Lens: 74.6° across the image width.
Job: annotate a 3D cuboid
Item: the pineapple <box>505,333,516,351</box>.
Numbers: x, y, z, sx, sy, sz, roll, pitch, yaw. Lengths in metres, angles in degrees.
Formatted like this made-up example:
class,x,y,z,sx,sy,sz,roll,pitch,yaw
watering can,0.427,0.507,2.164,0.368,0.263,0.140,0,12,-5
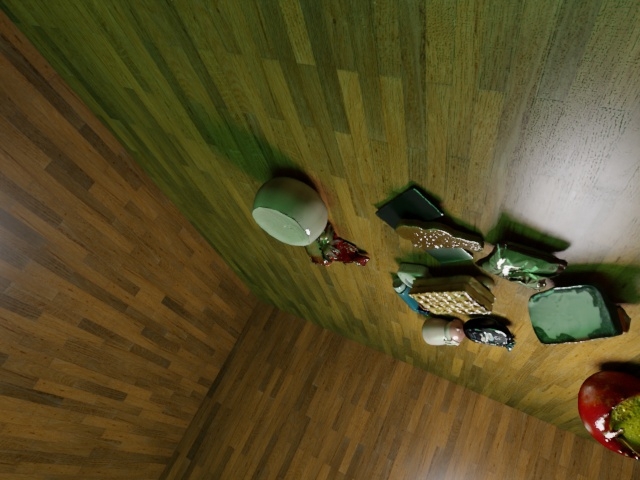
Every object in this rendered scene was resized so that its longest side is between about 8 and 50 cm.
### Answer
class,x,y,z,sx,sy,sz,roll,pitch,yaw
pineapple,0.873,0.493,2.133,0.221,0.083,0.103,14,151,30

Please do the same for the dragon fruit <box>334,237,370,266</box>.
class,x,y,z,sx,sy,sz,roll,pitch,yaw
dragon fruit,0.157,0.060,2.082,0.192,0.123,0.092,18,-164,16

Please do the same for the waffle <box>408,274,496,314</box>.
class,x,y,z,sx,sy,sz,roll,pitch,yaw
waffle,0.560,0.236,1.798,0.212,0.091,0.307,35,154,-26

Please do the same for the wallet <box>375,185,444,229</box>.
class,x,y,z,sx,sy,sz,roll,pitch,yaw
wallet,0.319,-0.104,1.538,0.146,0.030,0.285,37,157,-8

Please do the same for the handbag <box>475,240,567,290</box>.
class,x,y,z,sx,sy,sz,roll,pitch,yaw
handbag,0.670,0.085,1.422,0.234,0.127,0.213,22,155,10

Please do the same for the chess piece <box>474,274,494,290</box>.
class,x,y,z,sx,sy,sz,roll,pitch,yaw
chess piece,0.674,0.177,1.737,0.083,0.038,0.084,22,158,10

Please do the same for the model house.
class,x,y,z,sx,sy,sz,roll,pitch,yaw
model house,0.938,0.252,1.479,0.300,0.191,0.271,2,160,-31

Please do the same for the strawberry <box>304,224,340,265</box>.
class,x,y,z,sx,sy,sz,roll,pitch,yaw
strawberry,0.000,0.000,2.037,0.234,0.137,0.306,66,165,-7

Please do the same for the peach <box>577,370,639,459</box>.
class,x,y,z,sx,sy,sz,roll,pitch,yaw
peach,1.324,0.754,1.847,0.405,0.335,0.310,29,179,-12

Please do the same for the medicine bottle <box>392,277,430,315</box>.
class,x,y,z,sx,sy,sz,roll,pitch,yaw
medicine bottle,0.468,0.288,2.163,0.124,0.079,0.258,8,150,51

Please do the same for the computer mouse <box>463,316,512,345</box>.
class,x,y,z,sx,sy,sz,roll,pitch,yaw
computer mouse,0.814,0.436,2.044,0.233,0.096,0.137,-1,125,44

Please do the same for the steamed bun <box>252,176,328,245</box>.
class,x,y,z,sx,sy,sz,roll,pitch,yaw
steamed bun,-0.120,-0.132,1.767,0.324,0.207,0.324,23,155,11

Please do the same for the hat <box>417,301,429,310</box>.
class,x,y,z,sx,sy,sz,roll,pitch,yaw
hat,0.534,0.289,2.044,0.112,0.094,0.162,28,166,5

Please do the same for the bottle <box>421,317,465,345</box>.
class,x,y,z,sx,sy,sz,roll,pitch,yaw
bottle,0.684,0.496,2.286,0.147,0.148,0.236,38,151,-24

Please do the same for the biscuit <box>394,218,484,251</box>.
class,x,y,z,sx,sy,sz,roll,pitch,yaw
biscuit,0.431,-0.014,1.534,0.319,0.047,0.183,9,159,18

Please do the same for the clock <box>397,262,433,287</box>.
class,x,y,z,sx,sy,sz,roll,pitch,yaw
clock,0.458,0.181,1.964,0.151,0.062,0.191,5,148,42

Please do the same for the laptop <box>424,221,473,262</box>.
class,x,y,z,sx,sy,sz,roll,pitch,yaw
laptop,0.448,0.006,1.656,0.269,0.015,0.187,36,157,-18
